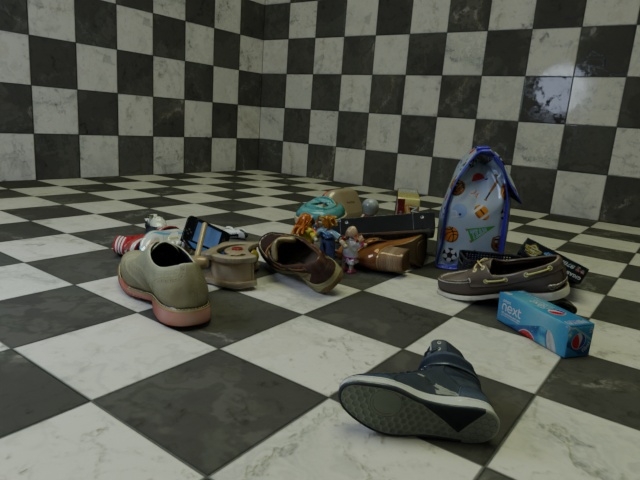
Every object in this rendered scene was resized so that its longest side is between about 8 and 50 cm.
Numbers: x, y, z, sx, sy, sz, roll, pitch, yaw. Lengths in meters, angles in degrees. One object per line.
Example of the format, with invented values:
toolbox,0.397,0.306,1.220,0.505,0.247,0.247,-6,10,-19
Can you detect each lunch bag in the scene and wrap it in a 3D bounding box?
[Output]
lunch bag,0.515,-0.115,1.697,0.239,0.384,0.328,7,12,13

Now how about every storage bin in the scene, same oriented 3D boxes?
storage bin,0.488,0.086,1.479,0.180,0.084,0.122,4,13,5

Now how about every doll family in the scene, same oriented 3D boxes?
doll family,0.000,0.000,1.520,0.263,0.163,0.118,14,16,36

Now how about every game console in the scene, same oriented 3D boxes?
game console,-0.318,0.000,1.493,0.144,0.124,0.085,29,-28,-33

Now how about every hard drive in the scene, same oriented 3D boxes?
hard drive,0.205,-0.036,1.715,0.340,0.064,0.237,-3,-8,10

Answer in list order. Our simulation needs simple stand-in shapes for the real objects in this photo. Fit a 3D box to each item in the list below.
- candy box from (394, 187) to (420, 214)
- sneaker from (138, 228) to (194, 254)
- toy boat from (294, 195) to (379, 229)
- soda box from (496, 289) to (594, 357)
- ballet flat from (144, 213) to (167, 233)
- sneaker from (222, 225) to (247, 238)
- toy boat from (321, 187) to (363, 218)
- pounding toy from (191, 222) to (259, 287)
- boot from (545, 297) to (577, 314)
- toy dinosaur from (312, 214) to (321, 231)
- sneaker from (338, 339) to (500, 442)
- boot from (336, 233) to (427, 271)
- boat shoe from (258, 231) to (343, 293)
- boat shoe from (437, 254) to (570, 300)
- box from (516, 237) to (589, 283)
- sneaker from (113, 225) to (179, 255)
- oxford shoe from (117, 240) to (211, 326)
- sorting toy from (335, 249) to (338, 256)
candy box,0.326,-0.093,1.985,0.088,0.182,0.316,7,13,7
sneaker,-0.433,0.015,1.500,0.092,0.087,0.229,13,18,19
toy boat,0.068,-0.109,2.031,0.319,0.147,0.267,9,18,14
soda box,0.477,0.174,1.119,0.067,0.071,0.210,-1,14,-19
ballet flat,-0.569,-0.054,1.788,0.074,0.074,0.203,-3,15,-27
sneaker,-0.302,-0.021,1.818,0.109,0.040,0.044,8,29,32
toy boat,0.070,-0.143,2.292,0.151,0.150,0.231,-24,-8,38
pounding toy,-0.225,0.030,1.335,0.154,0.154,0.269,4,12,14
boot,0.572,0.136,1.313,0.190,0.075,0.208,-13,10,-12
toy dinosaur,-0.018,-0.043,1.889,0.090,0.082,0.047,-30,-15,-3
sneaker,0.137,0.212,0.782,0.227,0.086,0.163,13,23,-3
boot,0.202,0.034,1.623,0.220,0.108,0.283,7,20,31
boat shoe,-0.081,0.029,1.385,0.342,0.123,0.123,30,-15,51
boat shoe,0.441,0.089,1.294,0.325,0.096,0.117,-3,20,38
box,0.658,0.060,1.487,0.175,0.051,0.220,31,7,17
sneaker,-0.530,-0.006,1.558,0.128,0.086,0.221,10,13,19
oxford shoe,-0.354,0.063,1.174,0.141,0.146,0.397,-8,17,-40
sorting toy,0.049,0.037,1.709,0.084,0.012,0.062,10,15,23
